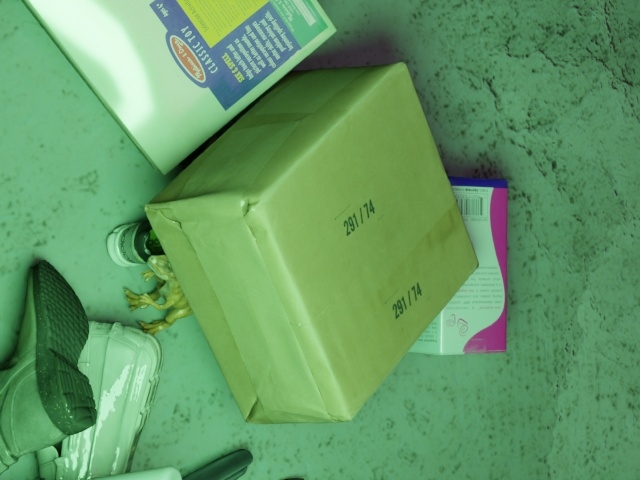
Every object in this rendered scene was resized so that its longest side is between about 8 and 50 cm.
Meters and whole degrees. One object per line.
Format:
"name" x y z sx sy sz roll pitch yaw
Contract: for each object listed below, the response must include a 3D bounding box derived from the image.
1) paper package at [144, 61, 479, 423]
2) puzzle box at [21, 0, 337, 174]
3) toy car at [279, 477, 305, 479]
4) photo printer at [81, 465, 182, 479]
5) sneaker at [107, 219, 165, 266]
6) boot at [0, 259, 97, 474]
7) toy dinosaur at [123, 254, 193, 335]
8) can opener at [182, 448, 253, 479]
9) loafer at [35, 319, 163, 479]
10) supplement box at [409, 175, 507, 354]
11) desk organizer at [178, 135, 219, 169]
"paper package" 0.000 0.000 1.822 0.325 0.168 0.310 -48 126 -42
"puzzle box" -0.198 -0.310 1.797 0.272 0.052 0.409 -41 113 -12
"toy car" -0.067 0.332 1.945 0.122 0.060 0.040 -20 146 -17
"photo printer" -0.270 0.376 1.664 0.307 0.107 0.256 -10 100 10
"sneaker" -0.155 -0.004 1.850 0.170 0.074 0.063 -11 96 -34
"boot" -0.329 0.139 1.707 0.161 0.246 0.083 -30 132 14
"toy dinosaur" -0.156 0.069 1.846 0.211 0.112 0.064 35 34 -69
"can opener" -0.153 0.293 1.865 0.186 0.059 0.073 -28 78 -41
"loafer" -0.262 0.244 1.770 0.111 0.112 0.320 15 85 4
"supplement box" 0.162 0.033 2.046 0.111 0.114 0.220 2 88 -35
"desk organizer" -0.099 -0.071 1.902 0.130 0.050 0.047 36 77 -32
